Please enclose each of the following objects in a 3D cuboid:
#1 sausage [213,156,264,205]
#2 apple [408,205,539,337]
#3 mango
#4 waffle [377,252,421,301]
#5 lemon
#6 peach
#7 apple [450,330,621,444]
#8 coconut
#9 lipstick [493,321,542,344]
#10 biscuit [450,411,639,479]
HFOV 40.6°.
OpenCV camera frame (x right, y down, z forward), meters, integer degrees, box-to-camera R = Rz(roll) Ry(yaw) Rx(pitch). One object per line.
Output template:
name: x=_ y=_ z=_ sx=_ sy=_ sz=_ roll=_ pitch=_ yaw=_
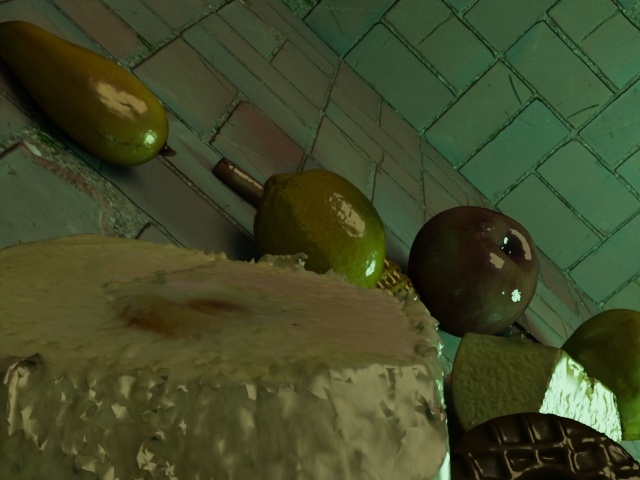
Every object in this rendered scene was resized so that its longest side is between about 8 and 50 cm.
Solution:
sausage: x=-0.114 y=-0.085 z=1.572 sx=0.186 sy=0.043 sz=0.043 roll=37 pitch=22 yaw=-23
apple: x=0.328 y=0.059 z=1.843 sx=0.306 sy=0.235 sz=0.305 roll=22 pitch=47 yaw=-25
mango: x=-0.343 y=-0.216 z=1.263 sx=0.317 sy=0.119 sz=0.176 roll=37 pitch=22 yaw=1
waffle: x=0.125 y=0.100 z=1.683 sx=0.245 sy=0.052 sz=0.254 roll=33 pitch=24 yaw=-30
lemon: x=0.000 y=0.000 z=1.390 sx=0.260 sy=0.204 sz=0.204 roll=56 pitch=20 yaw=4
peach: x=0.756 y=0.338 z=2.153 sx=0.281 sy=0.314 sz=0.315 roll=52 pitch=15 yaw=-36
apple: x=0.386 y=0.307 z=1.524 sx=0.309 sy=0.252 sz=0.314 roll=44 pitch=18 yaw=-43
coconut: x=-0.104 y=0.202 z=0.591 sx=0.405 sy=0.404 sz=0.404 roll=40 pitch=21 yaw=-18
lipstick: x=0.387 y=0.182 z=2.011 sx=0.300 sy=0.081 sz=0.081 roll=38 pitch=20 yaw=-7
biscuit: x=0.309 y=0.382 z=1.186 sx=0.103 sy=0.332 sz=0.332 roll=92 pitch=-23 yaw=-48
